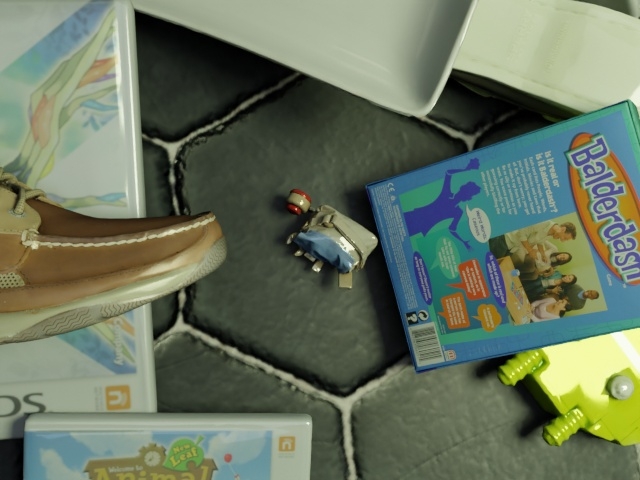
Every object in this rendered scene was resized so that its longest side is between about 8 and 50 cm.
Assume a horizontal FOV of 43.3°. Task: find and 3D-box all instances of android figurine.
[{"bbox_3d":[0.271,0.059,0.681,0.273,0.056,0.248,-35,90,-10],"label":"android figurine"}]

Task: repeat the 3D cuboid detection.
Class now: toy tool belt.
[{"bbox_3d":[0.000,0.000,0.651,0.083,0.052,0.051,32,74,-3],"label":"toy tool belt"}]

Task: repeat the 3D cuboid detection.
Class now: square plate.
[{"bbox_3d":[-0.002,-0.301,0.624,0.344,0.049,0.347,24,88,16],"label":"square plate"}]

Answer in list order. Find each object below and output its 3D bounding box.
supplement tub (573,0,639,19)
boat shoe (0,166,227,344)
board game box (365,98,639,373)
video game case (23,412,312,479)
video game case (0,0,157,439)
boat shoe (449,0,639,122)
[{"bbox_3d":[0.283,-0.269,0.678,0.190,0.117,0.117,-44,92,-9],"label":"supplement tub"},{"bbox_3d":[-0.226,0.007,0.531,0.325,0.123,0.116,-10,94,-9],"label":"boat shoe"},{"bbox_3d":[0.154,0.003,0.616,0.210,0.047,0.160,-16,85,28],"label":"board game box"},{"bbox_3d":[-0.116,0.227,0.614,0.213,0.023,0.193,2,95,-8],"label":"video game case"},{"bbox_3d":[-0.282,-0.011,0.598,0.300,0.036,0.328,-3,95,-8],"label":"video game case"},{"bbox_3d":[0.135,-0.175,0.661,0.305,0.091,0.109,27,92,6],"label":"boat shoe"}]
